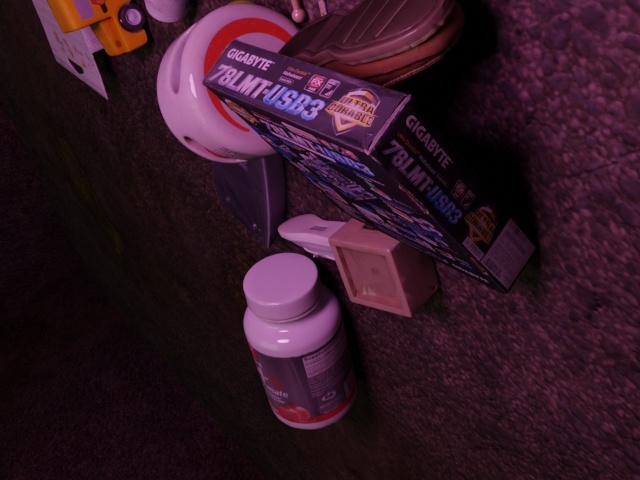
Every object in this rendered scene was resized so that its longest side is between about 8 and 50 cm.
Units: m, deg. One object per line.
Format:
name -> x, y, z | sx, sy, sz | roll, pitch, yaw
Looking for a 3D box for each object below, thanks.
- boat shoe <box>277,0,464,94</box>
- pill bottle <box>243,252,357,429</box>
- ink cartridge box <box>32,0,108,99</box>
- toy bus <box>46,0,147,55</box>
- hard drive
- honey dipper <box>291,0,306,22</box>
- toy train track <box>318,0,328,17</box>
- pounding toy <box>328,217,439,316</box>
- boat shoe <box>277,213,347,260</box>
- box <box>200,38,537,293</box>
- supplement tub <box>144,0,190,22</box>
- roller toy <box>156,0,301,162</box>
boat shoe -> 0.061, -0.193, 0.754 | 0.104, 0.110, 0.307 | 44, 169, -24
pill bottle -> -0.039, 0.181, 1.301 | 0.176, 0.176, 0.318 | 33, 147, 42
ink cartridge box -> -0.545, -0.470, 1.585 | 0.275, 0.060, 0.238 | 36, 150, 37
toy bus -> -0.435, -0.486, 1.268 | 0.108, 0.130, 0.332 | 18, 136, 55
hard drive -> -0.126, -0.118, 1.239 | 0.172, 0.054, 0.254 | 43, 153, 27
honey dipper -> -0.042, -0.335, 0.849 | 0.030, 0.030, 0.160 | 31, 149, 45
toy train track -> -0.002, -0.282, 0.852 | 0.048, 0.014, 0.083 | 32, 147, 44
pounding toy -> 0.082, 0.013, 0.987 | 0.141, 0.100, 0.130 | 11, 131, 44
boat shoe -> 0.000, 0.000, 1.151 | 0.184, 0.066, 0.063 | 7, 126, 48
box -> 0.052, -0.081, 0.780 | 0.296, 0.073, 0.293 | 30, 172, 47
supplement tub -> -0.228, -0.388, 1.075 | 0.071, 0.071, 0.107 | 52, 157, 10
roller toy -> -0.100, -0.197, 0.924 | 0.146, 0.191, 0.209 | 1, 121, 61
